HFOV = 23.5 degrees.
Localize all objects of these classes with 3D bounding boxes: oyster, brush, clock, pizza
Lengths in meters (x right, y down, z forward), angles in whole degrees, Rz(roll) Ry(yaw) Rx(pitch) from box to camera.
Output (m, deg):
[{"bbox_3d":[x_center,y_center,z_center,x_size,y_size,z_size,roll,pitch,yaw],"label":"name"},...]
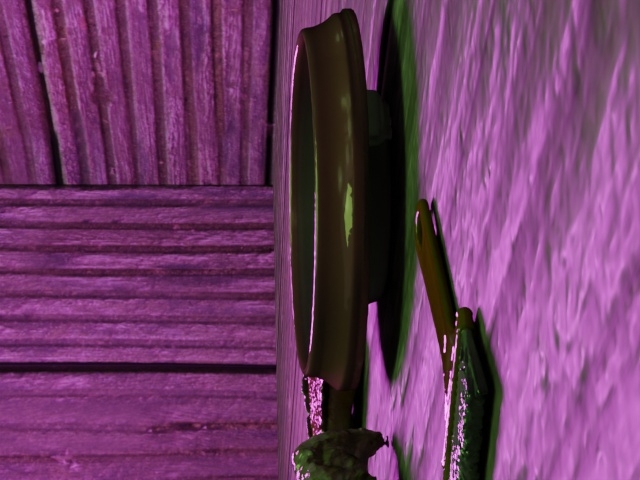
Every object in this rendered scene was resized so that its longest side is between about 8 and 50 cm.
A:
[{"bbox_3d":[0.018,0.175,0.856,0.200,0.061,0.106,-128,37,-84],"label":"oyster"},{"bbox_3d":[0.054,0.039,0.678,0.205,0.011,0.083,-94,4,-60],"label":"brush"},{"bbox_3d":[0.014,-0.026,0.982,0.244,0.056,0.244,180,90,-84],"label":"clock"},{"bbox_3d":[0.011,0.145,1.198,0.184,0.036,0.176,105,163,-70],"label":"pizza"}]
